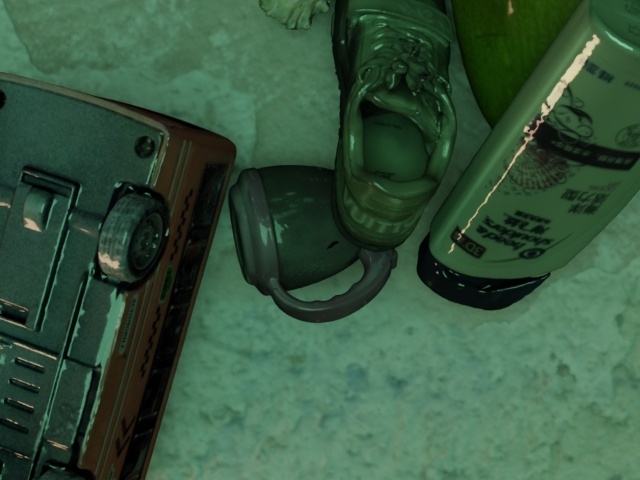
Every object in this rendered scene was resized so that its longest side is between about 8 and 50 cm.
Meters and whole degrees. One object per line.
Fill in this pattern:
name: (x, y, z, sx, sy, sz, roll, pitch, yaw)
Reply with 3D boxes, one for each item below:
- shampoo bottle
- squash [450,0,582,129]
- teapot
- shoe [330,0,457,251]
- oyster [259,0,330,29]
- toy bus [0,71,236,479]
shampoo bottle: (0.203, -0.062, 1.485, 0.134, 0.078, 0.359, 16, 141, -13)
squash: (0.224, -0.217, 1.532, 0.234, 0.210, 0.309, 9, 134, 30)
teapot: (-0.001, -0.009, 1.583, 0.146, 0.148, 0.116, -10, 119, -7)
shoe: (0.073, -0.144, 1.515, 0.109, 0.149, 0.292, 7, 77, -11)
oyster: (-0.009, -0.256, 1.592, 0.122, 0.045, 0.146, -12, 72, 22)
toy bus: (-0.232, 0.080, 1.556, 0.203, 0.233, 0.426, 19, 97, 19)
